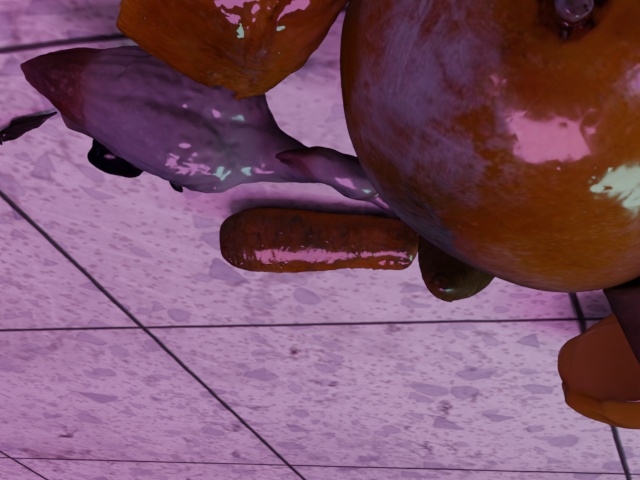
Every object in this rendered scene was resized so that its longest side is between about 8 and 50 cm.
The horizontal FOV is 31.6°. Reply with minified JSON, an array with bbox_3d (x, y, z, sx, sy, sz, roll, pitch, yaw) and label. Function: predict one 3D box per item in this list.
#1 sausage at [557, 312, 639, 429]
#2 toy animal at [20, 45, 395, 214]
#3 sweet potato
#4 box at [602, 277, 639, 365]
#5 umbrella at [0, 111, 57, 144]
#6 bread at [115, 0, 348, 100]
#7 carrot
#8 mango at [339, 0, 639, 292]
[{"bbox_3d":[0.345,0.118,1.067,0.241,0.120,0.136,-13,160,34],"label":"sausage"},{"bbox_3d":[-0.076,-0.077,0.784,0.324,0.090,0.195,13,172,45],"label":"toy animal"},{"bbox_3d":[0.116,-0.012,0.884,0.079,0.108,0.346,46,-176,5],"label":"sweet potato"},{"bbox_3d":[0.337,0.069,0.652,0.301,0.216,0.301,-21,177,-1],"label":"box"},{"bbox_3d":[-0.263,-0.091,0.958,0.122,0.013,0.022,-9,126,32],"label":"umbrella"},{"bbox_3d":[-0.042,-0.160,0.640,0.129,0.134,0.260,17,151,-14],"label":"bread"},{"bbox_3d":[0.000,0.000,1.010,0.186,0.060,0.060,1,151,8],"label":"carrot"},{"bbox_3d":[0.124,-0.077,0.638,0.222,0.198,0.384,32,-177,11],"label":"mango"}]
